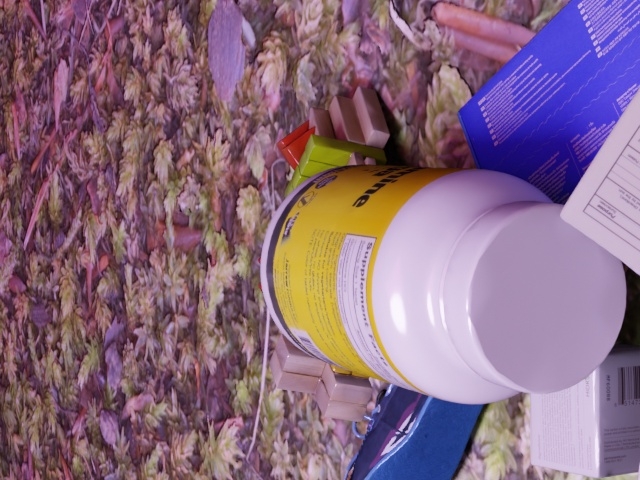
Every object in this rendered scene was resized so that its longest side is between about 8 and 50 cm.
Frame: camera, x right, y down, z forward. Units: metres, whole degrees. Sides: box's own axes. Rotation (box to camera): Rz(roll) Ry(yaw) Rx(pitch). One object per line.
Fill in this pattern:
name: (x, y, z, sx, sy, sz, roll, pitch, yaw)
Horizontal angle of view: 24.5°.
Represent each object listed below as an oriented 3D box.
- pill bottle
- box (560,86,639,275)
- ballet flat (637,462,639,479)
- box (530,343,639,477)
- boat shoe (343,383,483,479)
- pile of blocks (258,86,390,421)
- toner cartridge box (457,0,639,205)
pill bottle: (0.096, 0.032, 1.222, 0.334, 0.188, 0.188, 8, 98, 64)
box: (0.293, -0.078, 1.006, 0.149, 0.127, 0.232, 36, 139, 10)
ballet flat: (0.297, 0.233, 1.087, 0.139, 0.139, 0.400, 5, 93, 58)
box: (0.237, 0.139, 1.222, 0.087, 0.101, 0.102, 2, 93, 58)
boat shoe: (0.100, 0.180, 1.466, 0.258, 0.109, 0.089, -56, 33, 18)
pile of blocks: (0.000, 0.000, 1.504, 0.149, 0.113, 0.362, 134, 142, -56)
toner cartridge box: (0.256, -0.128, 1.207, 0.348, 0.075, 0.165, -44, 55, 49)
